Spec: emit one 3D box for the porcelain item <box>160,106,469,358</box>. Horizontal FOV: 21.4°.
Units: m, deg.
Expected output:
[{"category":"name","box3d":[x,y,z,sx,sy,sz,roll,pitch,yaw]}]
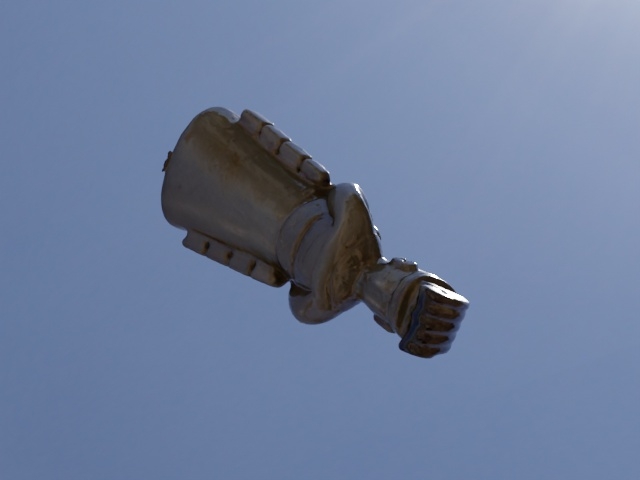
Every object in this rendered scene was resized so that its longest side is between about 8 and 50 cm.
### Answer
[{"category":"porcelain item","box3d":[0.000,0.000,0.880,0.054,0.213,0.084,6,-71,-45]}]
